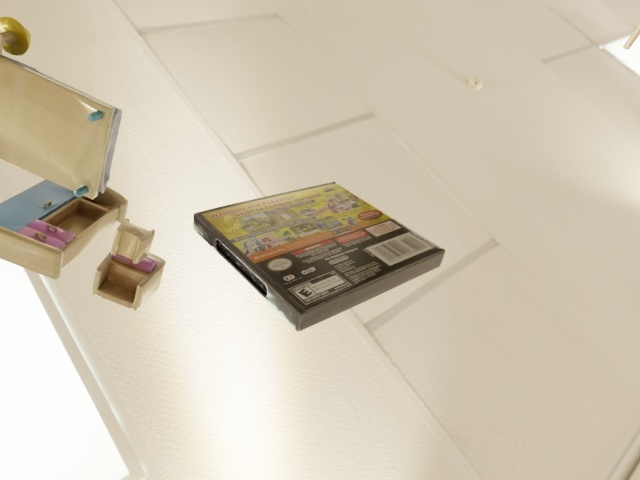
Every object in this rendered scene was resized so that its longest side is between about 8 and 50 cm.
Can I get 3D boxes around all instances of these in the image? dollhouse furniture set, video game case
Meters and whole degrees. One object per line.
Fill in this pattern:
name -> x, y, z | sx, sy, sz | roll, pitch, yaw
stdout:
dollhouse furniture set -> -0.321, -0.116, 0.646 | 0.286, 0.303, 0.198 | 22, -151, -5
video game case -> 0.000, 0.000, 0.655 | 0.275, 0.035, 0.248 | -18, -139, -38

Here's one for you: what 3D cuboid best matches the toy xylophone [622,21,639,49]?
toy xylophone -> 0.629, -0.333, 0.684 | 0.236, 0.322, 0.081 | 15, -141, 4
